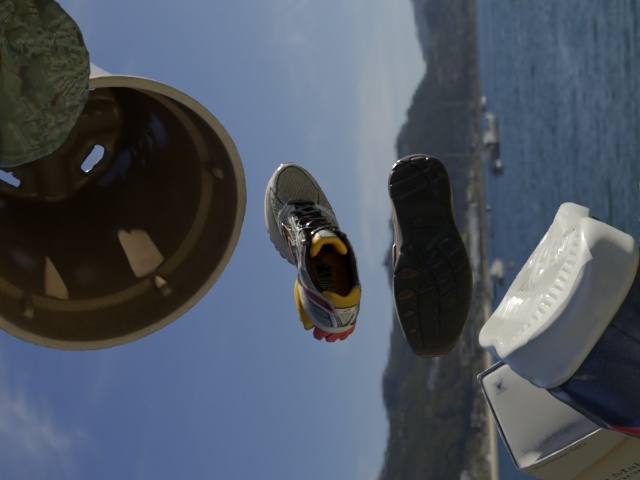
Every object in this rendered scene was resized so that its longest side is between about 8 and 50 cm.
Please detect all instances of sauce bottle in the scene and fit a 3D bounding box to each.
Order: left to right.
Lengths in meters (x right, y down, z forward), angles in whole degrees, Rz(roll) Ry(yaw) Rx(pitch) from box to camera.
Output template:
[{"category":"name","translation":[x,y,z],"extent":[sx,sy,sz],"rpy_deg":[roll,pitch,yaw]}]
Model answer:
[{"category":"sauce bottle","translation":[-0.295,-0.131,0.648],"extent":[0.111,0.344,0.111],"rpy_deg":[-22,-60,-43]}]

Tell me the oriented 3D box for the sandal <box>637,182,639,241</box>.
[{"category":"sandal","translation":[0.206,-0.130,0.395],"extent":[0.445,0.107,0.167],"rpy_deg":[-59,-25,-47]}]

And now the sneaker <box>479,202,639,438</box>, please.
[{"category":"sneaker","translation":[0.200,0.063,0.645],"extent":[0.131,0.148,0.350],"rpy_deg":[-60,-7,10]}]

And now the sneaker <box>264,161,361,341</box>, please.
[{"category":"sneaker","translation":[0.000,0.000,1.123],"extent":[0.092,0.088,0.225],"rpy_deg":[113,139,-56]}]

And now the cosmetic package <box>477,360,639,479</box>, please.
[{"category":"cosmetic package","translation":[0.319,0.184,0.999],"extent":[0.309,0.160,0.113],"rpy_deg":[27,-145,-45]}]

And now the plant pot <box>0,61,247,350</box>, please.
[{"category":"plant pot","translation":[-0.304,-0.084,1.178],"extent":[0.305,0.334,0.333],"rpy_deg":[43,148,51]}]

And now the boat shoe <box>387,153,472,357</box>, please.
[{"category":"boat shoe","translation":[0.171,0.027,1.516],"extent":[0.120,0.123,0.324],"rpy_deg":[80,-171,-68]}]
